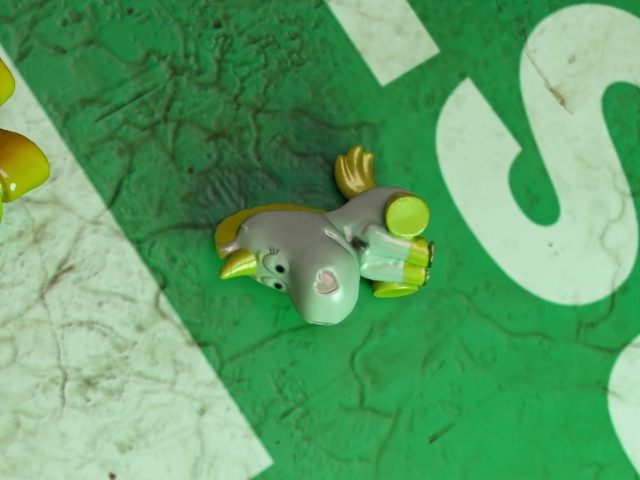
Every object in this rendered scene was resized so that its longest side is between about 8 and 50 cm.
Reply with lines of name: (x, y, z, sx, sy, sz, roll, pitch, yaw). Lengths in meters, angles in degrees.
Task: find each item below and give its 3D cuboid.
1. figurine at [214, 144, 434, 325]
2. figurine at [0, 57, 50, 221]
figurine: (0.002, 0.006, 1.557, 0.178, 0.109, 0.129, -25, 58, -23)
figurine: (-0.325, 0.006, 1.314, 0.343, 0.187, 0.215, -49, 124, -31)
